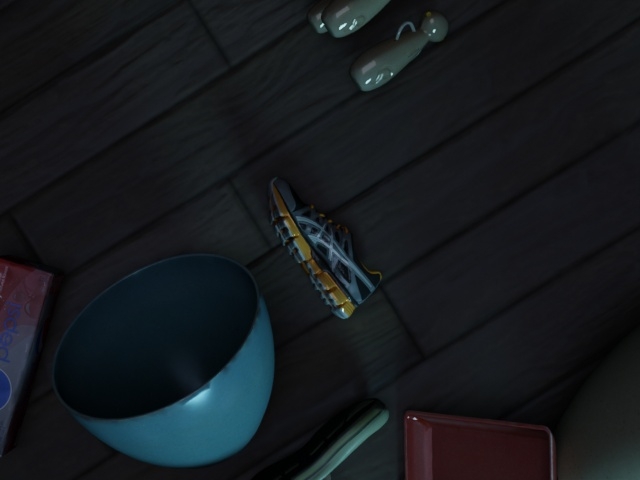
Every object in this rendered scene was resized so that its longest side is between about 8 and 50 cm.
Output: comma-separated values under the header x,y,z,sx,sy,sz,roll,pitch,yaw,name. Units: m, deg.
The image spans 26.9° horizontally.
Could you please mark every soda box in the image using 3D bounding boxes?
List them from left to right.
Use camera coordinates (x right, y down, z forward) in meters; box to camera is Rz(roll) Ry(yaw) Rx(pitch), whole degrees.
x,y,z,sx,sy,sz,roll,pitch,yaw,name
-0.435,0.156,1.835,0.092,0.083,0.263,16,91,2,soda box

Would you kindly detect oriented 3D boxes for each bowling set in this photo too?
x,y,z,sx,sy,sz,roll,pitch,yaw,name
0.037,-0.360,1.769,0.154,0.287,0.200,-36,55,-4,bowling set

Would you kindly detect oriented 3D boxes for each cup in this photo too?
x,y,z,sx,sy,sz,roll,pitch,yaw,name
0.440,0.267,1.711,0.237,0.331,0.331,-32,89,29,cup

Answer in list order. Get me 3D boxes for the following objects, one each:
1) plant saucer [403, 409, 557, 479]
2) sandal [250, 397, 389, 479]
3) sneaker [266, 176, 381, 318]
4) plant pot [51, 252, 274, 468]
x,y,z,sx,sy,sz,roll,pitch,yaw,name
0.218,0.360,1.762,0.047,0.258,0.259,-1,90,-42,plant saucer
-0.017,0.334,1.808,0.303,0.120,0.086,-38,103,2,sandal
0.000,0.000,1.823,0.083,0.084,0.215,-34,93,-11,sneaker
-0.177,0.185,1.753,0.290,0.290,0.195,-25,126,3,plant pot
